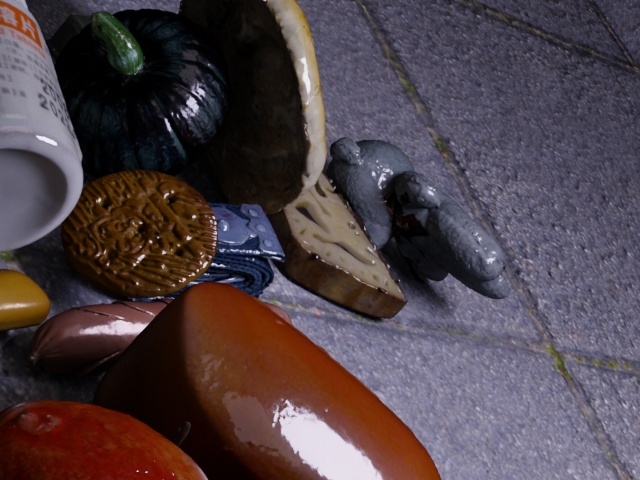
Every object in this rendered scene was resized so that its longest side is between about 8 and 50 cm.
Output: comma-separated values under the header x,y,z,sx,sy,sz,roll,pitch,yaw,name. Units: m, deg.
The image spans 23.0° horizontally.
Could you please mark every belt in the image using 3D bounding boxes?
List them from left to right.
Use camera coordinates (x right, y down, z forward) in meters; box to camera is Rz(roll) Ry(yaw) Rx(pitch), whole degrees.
x,y,z,sx,sy,sz,roll,pitch,yaw,name
-0.171,0.009,1.980,0.218,0.122,0.128,4,43,-35,belt

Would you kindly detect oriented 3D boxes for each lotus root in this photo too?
x,y,z,sx,sy,sz,roll,pitch,yaw,name
0.000,0.000,2.249,0.170,0.074,0.260,2,50,-48,lotus root

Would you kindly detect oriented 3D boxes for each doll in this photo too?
x,y,z,sx,sy,sz,roll,pitch,yaw,name
0.127,-0.020,2.330,0.340,0.158,0.246,47,-12,22,doll

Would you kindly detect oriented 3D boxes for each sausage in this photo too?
x,y,z,sx,sy,sz,roll,pitch,yaw,name
-0.179,0.112,1.878,0.433,0.088,0.088,-1,50,-50,sausage

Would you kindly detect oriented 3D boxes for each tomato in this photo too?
x,y,z,sx,sy,sz,roll,pitch,yaw,name
-0.249,0.234,1.400,0.170,0.309,0.309,66,27,-12,tomato

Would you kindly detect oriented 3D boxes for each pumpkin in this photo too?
x,y,z,sx,sy,sz,roll,pitch,yaw,name
-0.244,-0.203,2.027,0.248,0.248,0.248,30,32,-21,pumpkin

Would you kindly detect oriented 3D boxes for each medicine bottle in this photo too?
x,y,z,sx,sy,sz,roll,pitch,yaw,name
-0.417,-0.182,1.853,0.211,0.211,0.371,14,40,-40,medicine bottle

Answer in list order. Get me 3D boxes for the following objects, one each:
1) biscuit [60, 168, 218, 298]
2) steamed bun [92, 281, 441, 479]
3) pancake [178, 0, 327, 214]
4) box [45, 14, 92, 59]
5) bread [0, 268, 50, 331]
x,y,z,sx,sy,sz,roll,pitch,yaw,name
-0.215,-0.012,1.870,0.188,0.027,0.187,4,53,-5,biscuit
-0.066,0.242,1.682,0.379,0.235,0.248,42,32,-9,steamed bun
-0.098,-0.215,2.132,0.082,0.387,0.387,-13,57,-27,pancake
-0.334,-0.281,2.232,0.085,0.063,0.060,-6,56,-52,box
-0.394,0.072,1.665,0.239,0.093,0.074,-8,83,-55,bread
